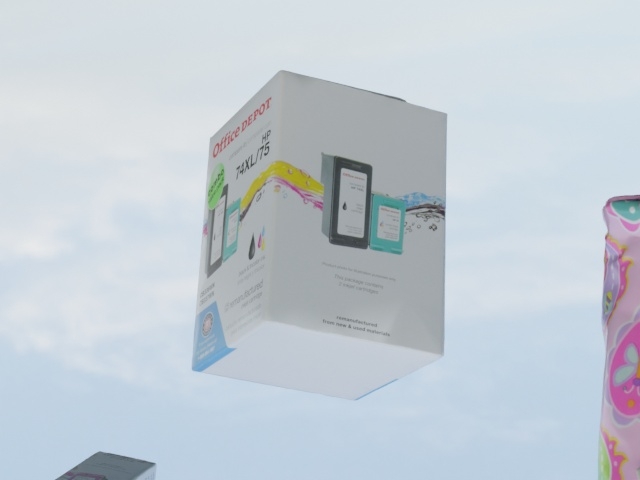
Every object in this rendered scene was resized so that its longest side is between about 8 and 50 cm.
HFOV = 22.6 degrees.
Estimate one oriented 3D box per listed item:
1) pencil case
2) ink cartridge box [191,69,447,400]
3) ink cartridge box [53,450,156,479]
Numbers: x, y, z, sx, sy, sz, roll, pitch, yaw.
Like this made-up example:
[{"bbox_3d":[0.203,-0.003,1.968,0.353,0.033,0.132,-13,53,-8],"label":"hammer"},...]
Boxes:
[{"bbox_3d":[0.250,0.105,1.106,0.124,0.284,0.124,5,165,1],"label":"pencil case"},{"bbox_3d":[0.000,0.000,1.651,0.197,0.270,0.198,12,156,-23],"label":"ink cartridge box"},{"bbox_3d":[-0.162,0.207,1.103,0.052,0.088,0.122,9,-168,18],"label":"ink cartridge box"}]
